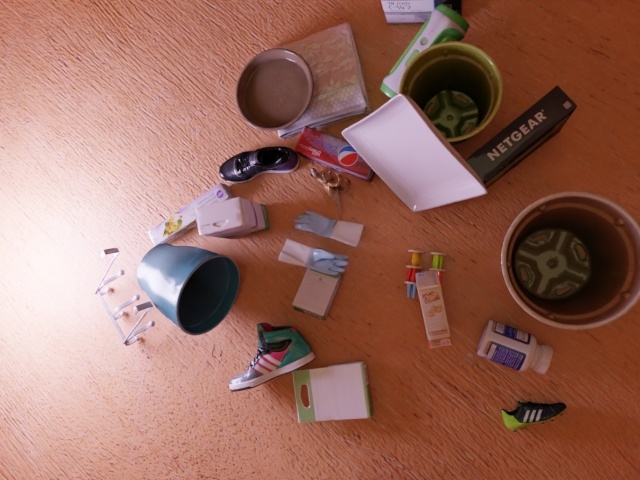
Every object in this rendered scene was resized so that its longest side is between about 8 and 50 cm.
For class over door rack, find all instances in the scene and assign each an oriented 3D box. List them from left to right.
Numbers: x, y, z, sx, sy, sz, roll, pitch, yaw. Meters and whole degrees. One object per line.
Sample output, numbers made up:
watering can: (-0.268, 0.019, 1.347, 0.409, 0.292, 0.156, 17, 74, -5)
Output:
over door rack: (-0.652, 0.191, 1.759, 0.239, 0.108, 0.324, 54, 140, 12)

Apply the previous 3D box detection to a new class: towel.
towel: (-0.025, -0.530, 1.736, 0.331, 0.053, 0.317, -15, 82, 12)

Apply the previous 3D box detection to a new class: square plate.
square plate: (0.257, -0.236, 1.463, 0.347, 0.344, 0.049, 45, 70, -13)

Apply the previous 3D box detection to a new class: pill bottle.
pill bottle: (0.558, 0.311, 1.497, 0.186, 0.112, 0.112, 20, 91, 15)

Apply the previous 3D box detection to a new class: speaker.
speaker: (0.313, -0.555, 1.583, 0.131, 0.131, 0.296, 42, 112, 13)

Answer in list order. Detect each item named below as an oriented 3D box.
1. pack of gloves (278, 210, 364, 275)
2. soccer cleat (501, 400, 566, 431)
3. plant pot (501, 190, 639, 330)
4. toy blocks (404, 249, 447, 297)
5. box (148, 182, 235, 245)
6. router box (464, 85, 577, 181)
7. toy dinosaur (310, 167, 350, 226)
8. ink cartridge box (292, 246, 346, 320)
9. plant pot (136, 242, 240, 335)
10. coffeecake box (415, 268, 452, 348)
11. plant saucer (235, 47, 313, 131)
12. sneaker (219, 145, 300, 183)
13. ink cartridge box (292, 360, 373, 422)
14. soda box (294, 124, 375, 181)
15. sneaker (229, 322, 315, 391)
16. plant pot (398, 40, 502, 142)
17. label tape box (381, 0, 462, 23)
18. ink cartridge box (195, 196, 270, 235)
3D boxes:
pack of gloves: (0.000, 0.000, 1.664, 0.232, 0.046, 0.195, 15, 70, 15)
soccer cleat: (0.612, 0.491, 1.499, 0.179, 0.060, 0.072, -24, 79, 15)
plant pot: (0.643, 0.057, 1.392, 0.333, 0.305, 0.334, -1, 86, 14)
toy blocks: (0.322, 0.108, 1.601, 0.123, 0.054, 0.148, 7, 88, 15)
box: (-0.448, -0.085, 1.807, 0.324, 0.067, 0.063, -32, 80, 9)
router box: (0.548, -0.269, 1.472, 0.309, 0.243, 0.081, -40, 78, 10)
toy dinosaur: (0.045, -0.158, 1.697, 0.112, 0.064, 0.211, -40, 68, 27)
ink cartridge box: (0.002, 0.138, 1.664, 0.109, 0.062, 0.209, 18, 71, 15)
plant pot: (-0.450, 0.134, 1.702, 0.255, 0.271, 0.272, 21, 92, 29)
coffeecake box: (0.329, 0.197, 1.520, 0.068, 0.142, 0.186, -12, 102, 10)
plant saucer: (-0.149, -0.493, 1.720, 0.277, 0.041, 0.278, -2, 85, 18)
sneaker: (-0.220, -0.267, 1.730, 0.283, 0.124, 0.107, -11, 83, 14)
ink cartridge box: (0.039, 0.480, 1.648, 0.235, 0.056, 0.171, -10, 84, 16)
soda box: (0.056, -0.278, 1.681, 0.263, 0.083, 0.092, 23, 91, 15)
sneaker: (-0.183, 0.358, 1.676, 0.295, 0.124, 0.178, -24, 86, 4)
plant pot: (0.375, -0.393, 1.519, 0.276, 0.254, 0.276, -1, 87, 14)
label tape box: (0.294, -0.760, 1.523, 0.240, 0.333, 0.106, 4, 87, 15)
ink cartridge box: (-0.279, -0.068, 1.682, 0.160, 0.219, 0.093, -13, 83, 13)
